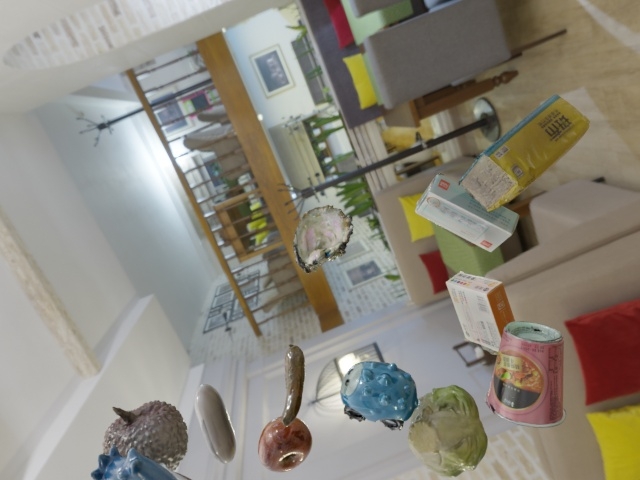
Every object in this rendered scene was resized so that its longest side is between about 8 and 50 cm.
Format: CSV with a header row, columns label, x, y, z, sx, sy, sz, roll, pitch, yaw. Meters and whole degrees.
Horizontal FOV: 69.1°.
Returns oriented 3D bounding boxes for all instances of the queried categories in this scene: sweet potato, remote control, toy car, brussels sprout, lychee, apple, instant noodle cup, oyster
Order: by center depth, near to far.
label,x,y,z,sx,sy,sz,roll,pitch,yaw
lychee,-0.355,0.402,0.944,0.165,0.165,0.197,-112,4,-74
instant noodle cup,0.627,0.389,1.401,0.244,0.244,0.254,-112,21,-78
toy car,0.187,0.479,1.503,0.190,0.256,0.188,77,-149,-43
sweet potato,-0.090,0.485,1.566,0.075,0.076,0.273,67,-159,-56
brussels sprout,0.433,0.657,1.588,0.243,0.317,0.273,-1,106,42
oyster,0.003,0.000,1.661,0.198,0.259,0.092,23,176,20
apple,-0.130,0.720,1.665,0.162,0.201,0.201,51,167,52
remote control,-0.436,0.757,1.930,0.331,0.104,0.221,64,-178,17

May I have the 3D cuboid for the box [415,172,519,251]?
label,x,y,z,sx,sy,sz,roll,pitch,yaw
box,0.423,-0.080,1.361,0.270,0.079,0.135,28,154,5

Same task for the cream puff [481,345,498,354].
label,x,y,z,sx,sy,sz,roll,pitch,yaw
cream puff,0.732,0.399,1.930,0.146,0.117,0.146,7,98,55

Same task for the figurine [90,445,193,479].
label,x,y,z,sx,sy,sz,roll,pitch,yaw
figurine,-0.238,0.448,0.663,0.416,0.243,0.297,139,145,-69

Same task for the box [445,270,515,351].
label,x,y,z,sx,sy,sz,roll,pitch,yaw
box,0.598,0.265,1.714,0.221,0.091,0.273,18,134,62

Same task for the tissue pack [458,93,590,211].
label,x,y,z,sx,sy,sz,roll,pitch,yaw
tissue pack,0.506,-0.211,1.164,0.134,0.271,0.192,49,168,9
